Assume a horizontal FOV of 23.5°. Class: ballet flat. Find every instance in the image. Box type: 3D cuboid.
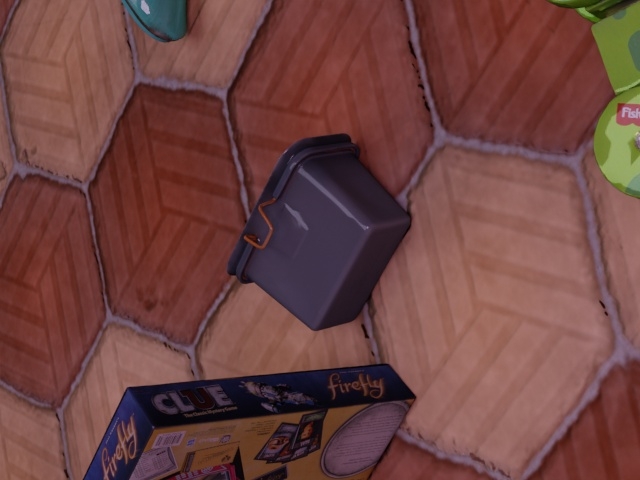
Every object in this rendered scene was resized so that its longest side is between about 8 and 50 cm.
[{"bbox_3d":[-0.163,-0.291,1.356,0.087,0.083,0.247,-40,63,25],"label":"ballet flat"}]

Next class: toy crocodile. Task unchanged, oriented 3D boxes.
[{"bbox_3d":[0.205,-0.122,0.924,0.105,0.115,0.341,-27,72,24],"label":"toy crocodile"}]

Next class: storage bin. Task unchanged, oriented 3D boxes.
[{"bbox_3d":[0.000,0.000,1.174,0.091,0.098,0.135,43,122,27],"label":"storage bin"}]

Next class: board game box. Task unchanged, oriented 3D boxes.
[{"bbox_3d":[-0.061,0.171,1.125,0.042,0.243,0.165,50,125,35],"label":"board game box"}]
